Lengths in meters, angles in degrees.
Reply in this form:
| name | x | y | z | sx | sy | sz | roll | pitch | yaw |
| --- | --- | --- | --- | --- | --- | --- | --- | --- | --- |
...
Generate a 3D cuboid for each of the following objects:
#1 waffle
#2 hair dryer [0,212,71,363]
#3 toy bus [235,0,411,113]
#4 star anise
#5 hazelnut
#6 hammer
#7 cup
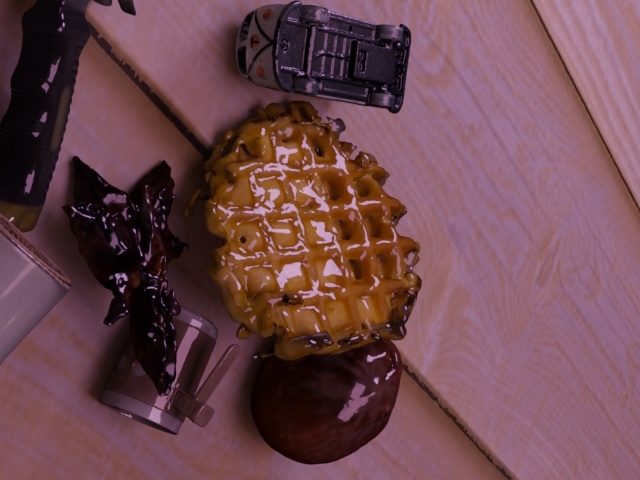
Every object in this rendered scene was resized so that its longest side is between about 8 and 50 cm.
| name | x | y | z | sx | sy | sz | roll | pitch | yaw |
| --- | --- | --- | --- | --- | --- | --- | --- | --- | --- |
| waffle | 0.002 | -0.001 | 1.012 | 0.262 | 0.060 | 0.280 | 42 | 43 | -22 |
| hair dryer | -0.267 | 0.028 | 0.594 | 0.173 | 0.107 | 0.357 | -49 | 169 | -8 |
| toy bus | 0.001 | -0.172 | 1.023 | 0.194 | 0.089 | 0.087 | 0 | 99 | -50 |
| star anise | -0.158 | 0.003 | 0.869 | 0.157 | 0.053 | 0.212 | 47 | 34 | -37 |
| hazelnut | 0.010 | 0.149 | 1.066 | 0.154 | 0.143 | 0.143 | -36 | 124 | -39 |
| hammer | -0.203 | -0.117 | 0.801 | 0.159 | 0.041 | 0.226 | -9 | 115 | -74 |
| cup | -0.128 | 0.105 | 0.919 | 0.074 | 0.102 | 0.099 | 29 | 72 | -25 |
